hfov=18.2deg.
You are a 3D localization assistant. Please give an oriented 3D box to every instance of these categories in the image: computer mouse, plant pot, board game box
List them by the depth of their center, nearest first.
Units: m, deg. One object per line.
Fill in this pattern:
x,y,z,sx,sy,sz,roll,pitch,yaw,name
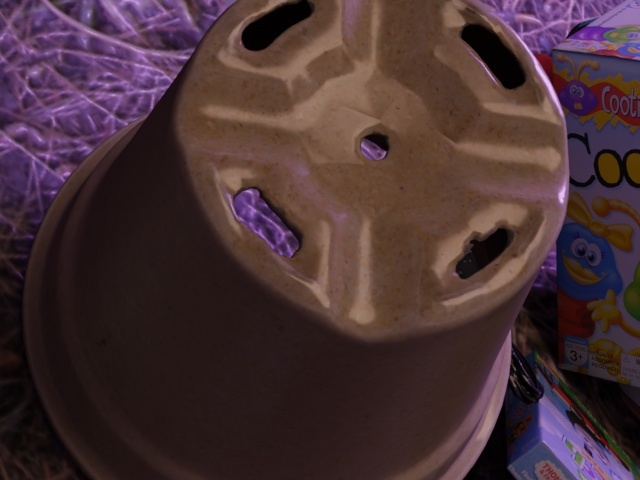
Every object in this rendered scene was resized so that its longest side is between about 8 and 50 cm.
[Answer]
0.000,0.000,1.202,0.334,0.305,0.334,5,68,-12,plant pot
0.199,0.180,1.475,0.160,0.039,0.211,48,14,-8,board game box
0.115,0.049,1.491,0.071,0.041,0.242,55,9,-30,computer mouse
0.277,-0.035,1.572,0.144,0.142,0.275,-34,128,-48,board game box

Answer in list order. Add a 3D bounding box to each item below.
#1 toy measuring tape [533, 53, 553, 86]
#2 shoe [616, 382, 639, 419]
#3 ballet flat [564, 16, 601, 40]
0.203,-0.136,1.671,0.121,0.121,0.330,45,55,-11,toy measuring tape
0.297,0.179,1.620,0.178,0.081,0.063,40,30,29,shoe
0.331,-0.095,1.791,0.280,0.096,0.095,43,43,-14,ballet flat
